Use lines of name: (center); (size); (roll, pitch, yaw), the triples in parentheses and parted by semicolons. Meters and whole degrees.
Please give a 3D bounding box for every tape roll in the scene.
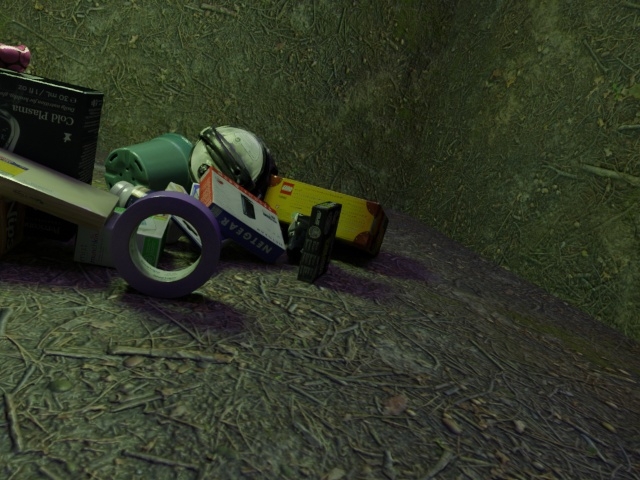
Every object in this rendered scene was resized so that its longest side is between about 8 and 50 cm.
tape roll: (-0.403, 0.010, 1.296); (0.274, 0.275, 0.090); (11, 14, -11)

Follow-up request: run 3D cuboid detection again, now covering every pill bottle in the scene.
pill bottle: (-0.622, -0.106, 1.761); (0.264, 0.153, 0.153); (24, 14, 8)

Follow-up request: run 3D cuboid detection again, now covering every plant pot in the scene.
plant pot: (-0.786, -0.317, 2.269); (0.341, 0.341, 0.334); (18, 21, 19)

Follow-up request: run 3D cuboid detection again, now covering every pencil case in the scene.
pencil case: (-0.969, -0.551, 1.418); (0.209, 0.095, 0.098); (-1, 56, -52)

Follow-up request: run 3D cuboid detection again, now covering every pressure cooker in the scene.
pressure cooker: (-0.394, -0.305, 2.211); (0.369, 0.376, 0.420); (11, -16, 6)

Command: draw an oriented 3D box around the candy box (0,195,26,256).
candy box: (-0.868, -0.048, 1.273); (0.087, 0.183, 0.316); (11, 13, -14)

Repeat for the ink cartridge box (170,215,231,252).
ink cartridge box: (-0.400, -0.046, 1.712); (0.176, 0.069, 0.371); (47, 14, 2)

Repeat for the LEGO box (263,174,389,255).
LEGO box: (0.030, -0.105, 2.219); (0.499, 0.193, 0.372); (17, -4, 15)

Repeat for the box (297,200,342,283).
box: (0.000, 0.000, 1.771); (0.060, 0.270, 0.216); (15, 12, 13)

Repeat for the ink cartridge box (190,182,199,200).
ink cartridge box: (-0.434, -0.112, 1.978); (0.208, 0.206, 0.045); (12, -18, -9)

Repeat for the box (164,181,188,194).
box: (-0.503, -0.100, 1.871); (0.067, 0.063, 0.324); (18, 26, -53)

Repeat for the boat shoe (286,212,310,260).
boat shoe: (-0.091, 0.014, 1.987); (0.127, 0.158, 0.340); (17, -17, 2)

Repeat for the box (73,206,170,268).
box: (-0.604, -0.007, 1.513); (0.231, 0.127, 0.262); (12, 13, -14)

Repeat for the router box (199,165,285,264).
router box: (-0.297, -0.097, 1.838); (0.335, 0.082, 0.301); (35, 19, -30)

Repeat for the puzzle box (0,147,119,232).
puzzle box: (-0.778, -0.154, 1.343); (0.408, 0.052, 0.272); (24, 10, -20)

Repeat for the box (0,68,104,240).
box: (-0.992, -0.294, 1.552); (0.479, 0.472, 0.297); (10, 15, -16)
